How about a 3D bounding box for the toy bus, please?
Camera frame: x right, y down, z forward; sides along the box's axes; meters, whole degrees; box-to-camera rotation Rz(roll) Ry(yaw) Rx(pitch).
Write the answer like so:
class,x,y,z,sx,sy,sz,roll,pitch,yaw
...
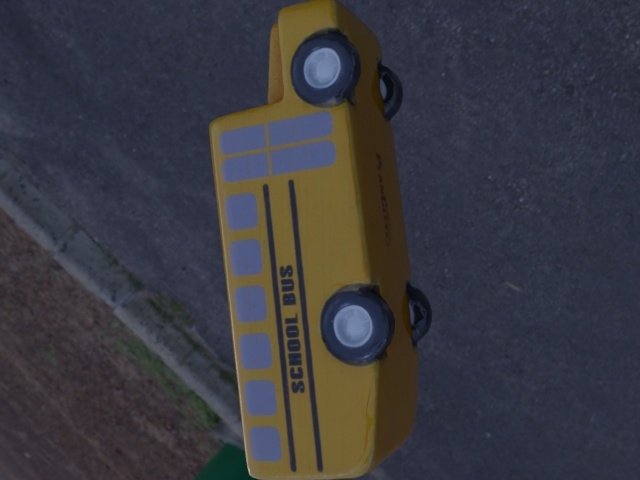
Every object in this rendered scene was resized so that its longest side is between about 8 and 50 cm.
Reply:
class,x,y,z,sx,sy,sz,roll,pitch,yaw
toy bus,0.000,0.000,0.563,0.130,0.108,0.332,-9,86,24
